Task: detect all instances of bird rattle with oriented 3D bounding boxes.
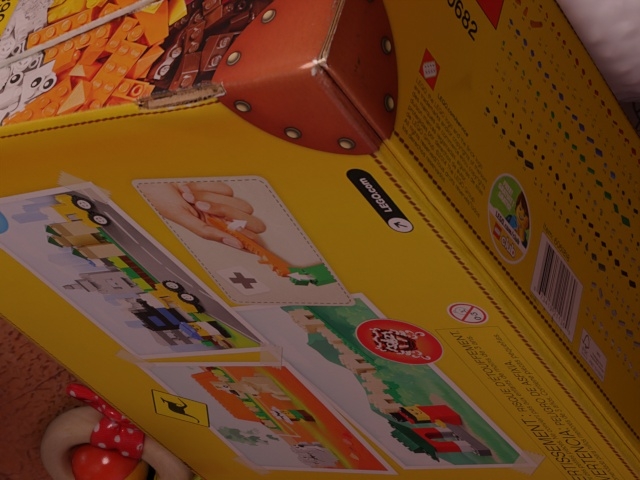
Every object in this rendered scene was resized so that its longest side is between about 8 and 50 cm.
[{"bbox_3d":[-0.197,0.227,1.476,0.207,0.143,0.253,-15,138,27],"label":"bird rattle"}]

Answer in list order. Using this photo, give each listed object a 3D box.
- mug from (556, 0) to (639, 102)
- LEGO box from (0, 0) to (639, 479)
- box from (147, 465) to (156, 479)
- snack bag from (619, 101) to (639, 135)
[{"bbox_3d":[0.192,-0.226,0.899,0.328,0.276,0.374,-3,-176,-25],"label":"mug"},{"bbox_3d":[0.000,0.000,0.910,0.372,0.193,0.500,-5,143,35],"label":"LEGO box"},{"bbox_3d":[-0.101,0.209,1.637,0.159,0.044,0.233,0,140,-41],"label":"box"},{"bbox_3d":[0.242,-0.061,1.164,0.037,0.323,0.342,9,151,-36],"label":"snack bag"}]
